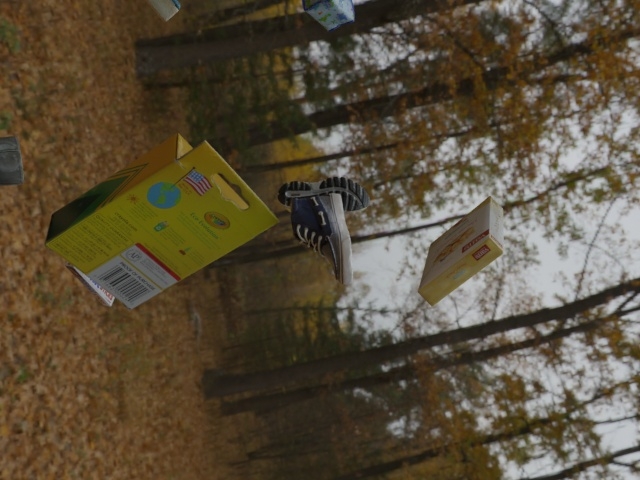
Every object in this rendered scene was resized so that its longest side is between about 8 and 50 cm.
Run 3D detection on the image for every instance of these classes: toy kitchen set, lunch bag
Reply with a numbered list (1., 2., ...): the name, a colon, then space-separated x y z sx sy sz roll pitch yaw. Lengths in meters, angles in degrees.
1. toy kitchen set: -0.257 -0.499 1.226 0.122 0.166 0.207 50 -1 -23
2. lunch bag: 0.016 -0.604 1.625 0.129 0.096 0.151 20 58 -60

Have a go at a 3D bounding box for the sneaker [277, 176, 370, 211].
1. sneaker: 0.009 -0.093 1.554 0.094 0.208 0.081 87 8 -70

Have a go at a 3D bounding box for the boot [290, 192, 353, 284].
1. boot: 0.000 0.000 1.054 0.190 0.086 0.069 -100 -175 -49

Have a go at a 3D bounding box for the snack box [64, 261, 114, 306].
1. snack box: -0.430 0.062 1.293 0.178 0.022 0.064 77 27 -61

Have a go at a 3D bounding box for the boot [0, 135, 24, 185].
1. boot: -0.703 -0.187 1.321 0.076 0.208 0.189 179 -101 -67

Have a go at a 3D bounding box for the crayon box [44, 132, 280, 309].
1. crayon box: -0.251 -0.034 1.096 0.202 0.318 0.081 49 20 -38

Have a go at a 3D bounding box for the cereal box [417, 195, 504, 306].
1. cereal box: 0.276 0.016 1.313 0.047 0.173 0.240 46 24 -5
